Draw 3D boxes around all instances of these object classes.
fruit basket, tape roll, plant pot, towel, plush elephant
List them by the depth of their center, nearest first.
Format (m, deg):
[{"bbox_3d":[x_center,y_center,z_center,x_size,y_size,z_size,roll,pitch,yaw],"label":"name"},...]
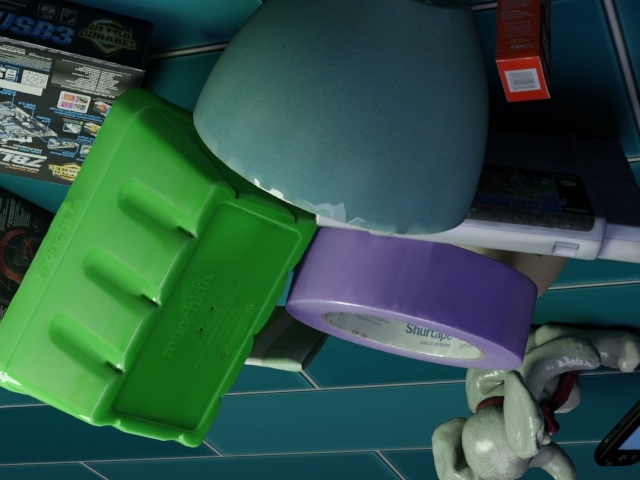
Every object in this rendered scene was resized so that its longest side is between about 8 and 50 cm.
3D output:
[{"bbox_3d":[0.044,-0.163,1.295,0.290,0.290,0.195,14,117,-16],"label":"plant pot"},{"bbox_3d":[0.102,0.069,1.526,0.275,0.090,0.275,13,167,3],"label":"tape roll"},{"bbox_3d":[-0.215,0.018,1.554,0.392,0.392,0.283,-17,154,36],"label":"fruit basket"},{"bbox_3d":[-0.154,0.124,1.779,0.325,0.038,0.248,4,-168,12],"label":"towel"},{"bbox_3d":[0.308,0.265,2.051,0.330,0.255,0.272,16,151,-20],"label":"plush elephant"}]

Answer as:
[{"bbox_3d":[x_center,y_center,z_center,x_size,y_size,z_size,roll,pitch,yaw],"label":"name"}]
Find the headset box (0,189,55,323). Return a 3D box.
[{"bbox_3d":[-0.433,0.061,1.824,0.110,0.218,0.293,-19,146,38],"label":"headset box"}]

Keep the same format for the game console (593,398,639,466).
[{"bbox_3d":[0.553,0.227,2.027,0.213,0.044,0.361,12,130,-27],"label":"game console"}]

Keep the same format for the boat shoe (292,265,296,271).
[{"bbox_3d":[-0.003,0.001,1.784,0.118,0.103,0.320,-27,149,16],"label":"boat shoe"}]

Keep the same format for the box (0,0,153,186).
[{"bbox_3d":[-0.362,-0.172,1.518,0.295,0.073,0.293,11,153,-13],"label":"box"}]

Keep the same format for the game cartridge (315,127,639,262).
[{"bbox_3d":[0.173,-0.067,1.476,0.355,0.230,0.068,6,114,-3],"label":"game cartridge"}]

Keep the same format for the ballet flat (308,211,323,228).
[{"bbox_3d":[0.036,-0.054,1.606,0.241,0.077,0.091,-15,-178,-15],"label":"ballet flat"}]

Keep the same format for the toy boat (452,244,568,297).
[{"bbox_3d":[0.211,-0.019,1.668,0.231,0.151,0.151,18,-167,-46],"label":"toy boat"}]

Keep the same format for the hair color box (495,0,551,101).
[{"bbox_3d":[0.193,-0.209,1.272,0.043,0.141,0.072,-4,152,16],"label":"hair color box"}]
